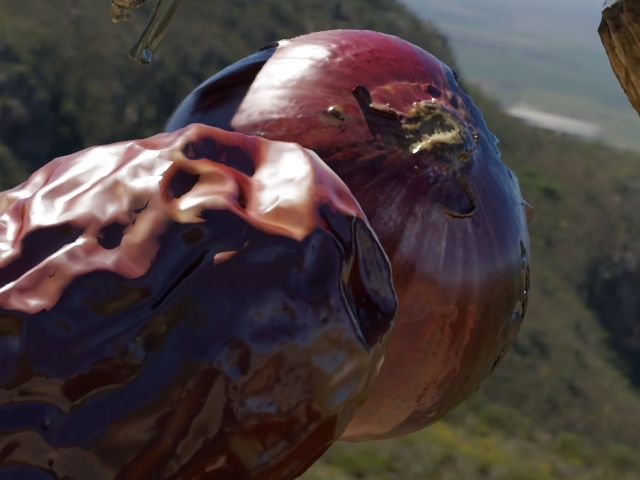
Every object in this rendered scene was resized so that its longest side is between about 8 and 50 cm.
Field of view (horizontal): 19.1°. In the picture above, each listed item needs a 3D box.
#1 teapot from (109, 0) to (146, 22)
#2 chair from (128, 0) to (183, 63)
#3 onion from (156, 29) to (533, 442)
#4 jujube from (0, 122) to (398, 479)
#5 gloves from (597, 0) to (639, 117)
[{"bbox_3d":[-0.178,-0.326,1.646,0.193,0.294,0.129,-12,18,-17],"label":"teapot"},{"bbox_3d":[-0.078,-0.258,1.096,0.190,0.274,0.203,30,20,-26],"label":"chair"},{"bbox_3d":[0.006,0.000,1.537,0.341,0.341,0.341,10,10,-2],"label":"onion"},{"bbox_3d":[-0.093,0.054,0.770,0.250,0.174,0.174,-28,25,-18],"label":"jujube"},{"bbox_3d":[0.294,-0.032,0.962,0.356,0.203,0.155,54,16,11],"label":"gloves"}]
